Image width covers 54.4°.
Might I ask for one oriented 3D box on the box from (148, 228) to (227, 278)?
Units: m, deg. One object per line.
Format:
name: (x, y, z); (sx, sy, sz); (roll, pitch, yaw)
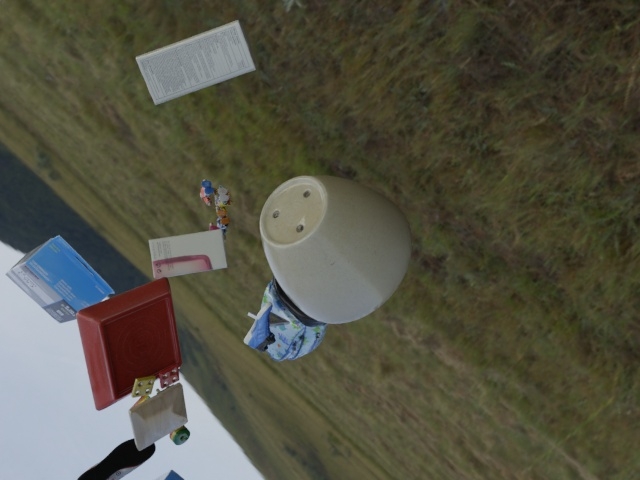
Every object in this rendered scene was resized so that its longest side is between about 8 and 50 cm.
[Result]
box: (-0.424, 0.043, 2.016); (0.148, 0.232, 0.126); (169, 92, -81)

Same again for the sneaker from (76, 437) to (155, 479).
sneaker: (-0.652, 0.717, 1.948); (0.090, 0.270, 0.145); (51, 135, 11)

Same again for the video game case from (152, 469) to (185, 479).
video game case: (-0.554, 0.847, 1.906); (0.061, 0.269, 0.244); (42, 139, -4)

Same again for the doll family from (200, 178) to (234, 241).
doll family: (-0.354, -0.092, 2.207); (0.163, 0.118, 0.263); (147, 116, -73)

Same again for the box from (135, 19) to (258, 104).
box: (-0.347, -0.511, 1.788); (0.121, 0.311, 0.148); (-96, -12, -72)

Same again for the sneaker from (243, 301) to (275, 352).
sneaker: (-0.158, 0.261, 1.846); (0.085, 0.152, 0.058); (31, -168, 8)

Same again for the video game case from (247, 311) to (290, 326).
video game case: (-0.159, 0.242, 1.939); (0.087, 0.011, 0.122); (24, -173, 25)

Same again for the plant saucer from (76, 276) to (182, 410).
plant saucer: (-0.441, 0.249, 1.510); (0.048, 0.259, 0.258); (8, 111, 37)

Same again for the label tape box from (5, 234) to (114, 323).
label tape box: (-0.840, 0.134, 2.004); (0.348, 0.115, 0.249); (-15, 121, 50)

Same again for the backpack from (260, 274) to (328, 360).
backpack: (-0.104, 0.299, 2.367); (0.290, 0.273, 0.355); (48, 158, 23)

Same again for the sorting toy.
sorting toy: (-0.384, 0.394, 1.450); (0.046, 0.132, 0.274); (33, 136, 38)

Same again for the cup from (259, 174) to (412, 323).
cup: (0.001, -0.011, 1.365); (0.331, 0.331, 0.237); (37, 179, 41)
